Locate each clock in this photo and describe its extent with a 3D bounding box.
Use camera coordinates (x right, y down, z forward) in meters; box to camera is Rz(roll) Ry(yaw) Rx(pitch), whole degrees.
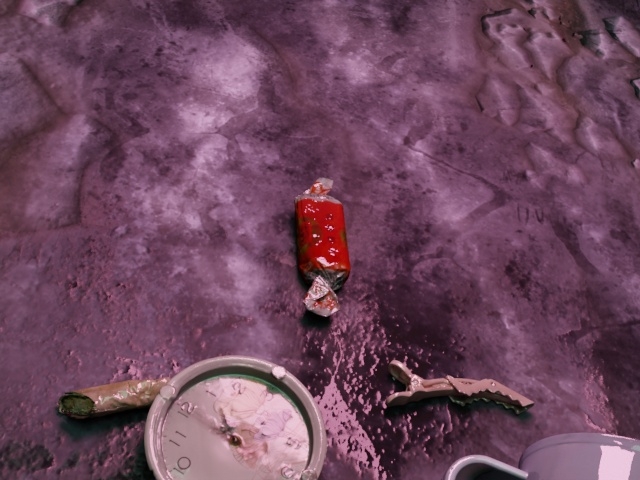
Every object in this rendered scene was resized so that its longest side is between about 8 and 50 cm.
[{"bbox_3d":[-0.110,0.263,1.045,0.237,0.053,0.236,5,52,-7],"label":"clock"}]

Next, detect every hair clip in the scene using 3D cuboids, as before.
[{"bbox_3d":[0.202,0.216,1.170,0.226,0.034,0.072,5,49,-10],"label":"hair clip"}]

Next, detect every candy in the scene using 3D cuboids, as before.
[{"bbox_3d":[0.001,-0.001,1.291,0.086,0.059,0.292,4,51,-12],"label":"candy"}]

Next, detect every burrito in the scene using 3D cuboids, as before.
[{"bbox_3d":[-0.270,0.209,1.059,0.149,0.055,0.041,-6,83,-20],"label":"burrito"}]

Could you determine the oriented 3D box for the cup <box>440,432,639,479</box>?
[{"bbox_3d":[0.289,0.395,0.872,0.331,0.257,0.311,40,50,-14],"label":"cup"}]
